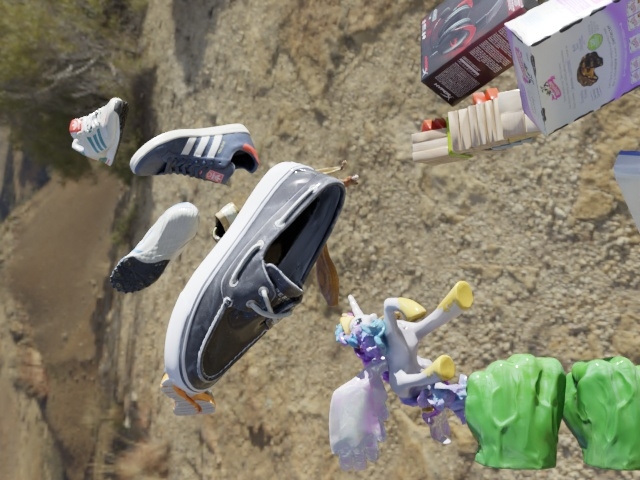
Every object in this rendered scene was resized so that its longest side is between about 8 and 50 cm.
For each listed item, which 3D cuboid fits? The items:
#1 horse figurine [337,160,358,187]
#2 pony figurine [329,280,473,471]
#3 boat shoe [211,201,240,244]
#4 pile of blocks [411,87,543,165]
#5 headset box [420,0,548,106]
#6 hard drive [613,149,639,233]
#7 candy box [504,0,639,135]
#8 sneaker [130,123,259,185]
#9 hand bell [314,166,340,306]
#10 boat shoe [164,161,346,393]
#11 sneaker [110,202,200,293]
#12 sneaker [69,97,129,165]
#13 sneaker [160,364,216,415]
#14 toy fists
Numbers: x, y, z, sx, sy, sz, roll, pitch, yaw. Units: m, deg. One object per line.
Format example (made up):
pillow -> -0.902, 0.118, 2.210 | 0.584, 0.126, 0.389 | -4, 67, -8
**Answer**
horse figurine -> -0.010, -0.114, 1.795 | 0.066, 0.263, 0.174 | 51, 173, 3
pony figurine -> 0.170, 0.263, 1.374 | 0.363, 0.303, 0.351 | -21, 80, 57
boat shoe -> -0.173, -0.016, 1.247 | 0.050, 0.045, 0.135 | 47, 150, 24
pile of blocks -> 0.332, -0.240, 1.420 | 0.362, 0.149, 0.112 | -9, 85, 58
headset box -> 0.353, -0.456, 1.459 | 0.293, 0.110, 0.218 | -31, 41, 41
hard drive -> 0.572, -0.040, 0.905 | 0.319, 0.210, 0.040 | 11, 70, 40
candy box -> 0.364, -0.260, 0.937 | 0.196, 0.165, 0.070 | -28, 46, 3
sneaker -> -0.311, -0.202, 1.803 | 0.148, 0.350, 0.131 | 60, 146, 16
hand bell -> 0.000, 0.000, 1.233 | 0.126, 0.126, 0.242 | 5, 111, 60
boat shoe -> -0.067, 0.049, 0.802 | 0.102, 0.108, 0.301 | 21, 75, 42
sneaker -> -0.337, 0.018, 1.437 | 0.237, 0.085, 0.086 | -45, 13, 3
sneaker -> -0.335, -0.165, 1.037 | 0.161, 0.075, 0.057 | 140, 140, -60
sneaker -> -0.249, 0.275, 1.327 | 0.215, 0.084, 0.083 | 87, 175, -55
toy fists -> 0.326, 0.221, 0.919 | 0.096, 0.279, 0.142 | 149, 124, -84
